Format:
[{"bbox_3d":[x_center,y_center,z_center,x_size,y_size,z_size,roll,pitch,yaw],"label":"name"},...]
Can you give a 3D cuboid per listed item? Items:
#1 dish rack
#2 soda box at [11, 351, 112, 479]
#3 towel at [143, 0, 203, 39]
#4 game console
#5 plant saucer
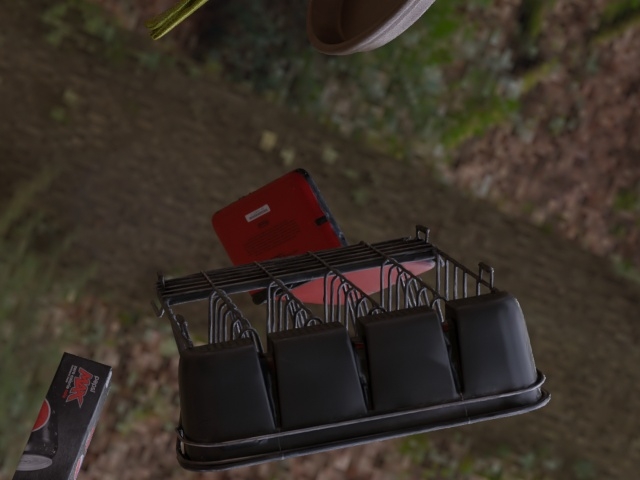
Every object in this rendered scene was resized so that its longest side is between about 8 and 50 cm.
[{"bbox_3d":[0.001,0.053,1.109,0.271,0.208,0.074,-139,-139,-76],"label":"dish rack"},{"bbox_3d":[-0.275,0.206,1.966,0.053,0.060,0.169,105,2,-56],"label":"soda box"},{"bbox_3d":[-0.059,-0.242,1.541,0.102,0.021,0.237,-35,-171,37],"label":"towel"},{"bbox_3d":[0.000,0.000,1.498,0.085,0.124,0.144,-31,-177,-37],"label":"game console"},{"bbox_3d":[0.085,-0.310,1.960,0.278,0.041,0.278,-43,-152,30],"label":"plant saucer"}]
